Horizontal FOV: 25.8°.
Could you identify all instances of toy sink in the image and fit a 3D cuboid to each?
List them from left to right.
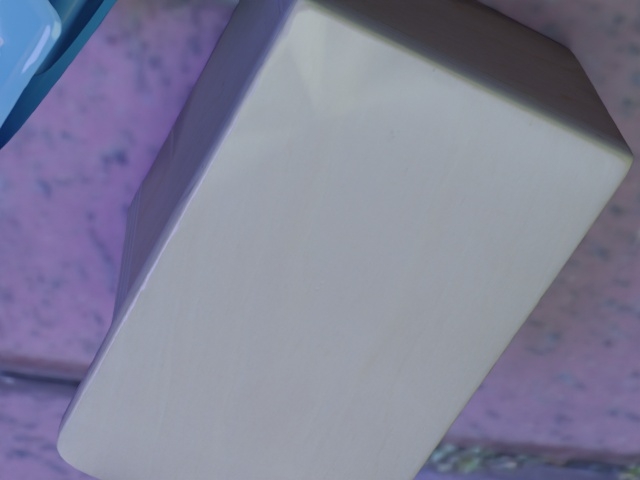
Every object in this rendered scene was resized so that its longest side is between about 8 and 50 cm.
[{"bbox_3d":[0.000,0.000,0.622,0.153,0.131,0.234,23,115,-16],"label":"toy sink"}]

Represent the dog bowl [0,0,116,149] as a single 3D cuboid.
[{"bbox_3d":[-0.071,-0.164,0.501,0.074,0.166,0.297,34,117,-9],"label":"dog bowl"}]
